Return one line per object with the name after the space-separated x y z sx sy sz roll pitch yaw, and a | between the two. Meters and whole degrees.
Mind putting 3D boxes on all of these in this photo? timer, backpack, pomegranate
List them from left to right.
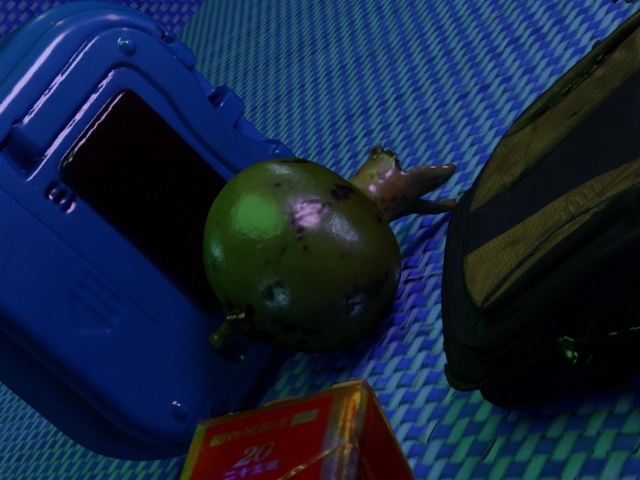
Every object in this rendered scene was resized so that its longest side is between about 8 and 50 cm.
-0.157 -0.010 1.131 0.115 0.340 0.309 -13 38 53 | timer
0.006 0.003 1.086 0.220 0.156 0.156 -24 0 -42 | pomegranate
0.151 -0.001 0.794 0.258 0.133 0.206 -37 29 44 | backpack

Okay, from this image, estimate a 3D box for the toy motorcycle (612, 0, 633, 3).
0.299 -0.235 0.969 0.204 0.108 0.239 -33 47 47 | toy motorcycle

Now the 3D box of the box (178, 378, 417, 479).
-0.001 0.225 0.513 0.089 0.197 0.313 -18 27 19 | box
